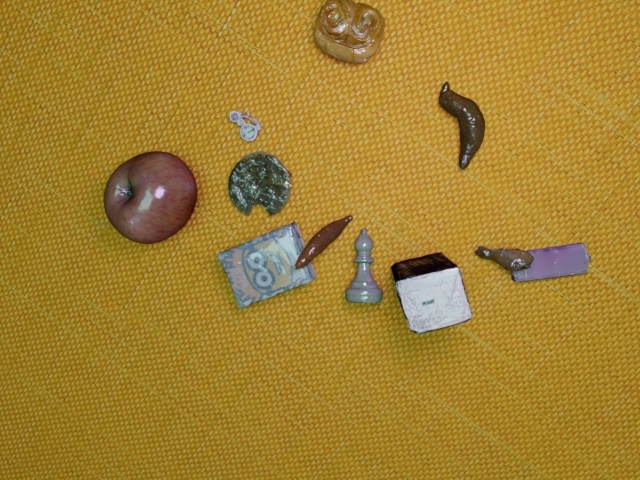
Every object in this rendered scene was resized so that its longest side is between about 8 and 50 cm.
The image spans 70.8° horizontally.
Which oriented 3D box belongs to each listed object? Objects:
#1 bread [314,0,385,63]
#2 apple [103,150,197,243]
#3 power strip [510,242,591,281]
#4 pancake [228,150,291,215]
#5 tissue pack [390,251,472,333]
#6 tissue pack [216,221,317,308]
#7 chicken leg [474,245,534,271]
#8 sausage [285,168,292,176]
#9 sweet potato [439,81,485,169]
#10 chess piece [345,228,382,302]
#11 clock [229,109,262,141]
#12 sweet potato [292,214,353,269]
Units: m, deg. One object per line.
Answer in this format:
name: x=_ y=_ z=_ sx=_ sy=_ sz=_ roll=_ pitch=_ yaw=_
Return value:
bread: x=0.098 y=-0.723 z=1.559 sx=0.236 sy=0.120 sz=0.198 roll=20 pitch=97 yaw=4
apple: x=-0.617 y=-0.157 z=1.623 sx=0.344 sy=0.269 sz=0.345 roll=1 pitch=97 yaw=7
power strip: x=0.818 y=0.080 z=1.617 sx=0.278 sy=0.037 sz=0.109 roll=-9 pitch=95 yaw=7
pancake: x=-0.225 y=-0.209 z=1.679 sx=0.253 sy=0.037 sz=0.254 roll=3 pitch=104 yaw=11
tissue pack: x=0.358 y=0.169 z=1.509 sx=0.209 sy=0.370 sz=0.198 roll=-12 pitch=94 yaw=7
tissue pack: x=-0.198 y=0.091 z=1.681 sx=0.310 sy=0.128 sz=0.228 roll=-21 pitch=94 yaw=9
chicken leg: x=0.645 y=0.059 z=1.595 sx=0.197 sy=0.069 sz=0.085 roll=16 pitch=90 yaw=31
sausage: x=-0.153 y=-0.270 z=1.682 sx=0.107 sy=0.031 sz=0.031 roll=43 pitch=99 yaw=0
sweet potato: x=0.502 y=-0.413 z=1.566 sx=0.124 sy=0.098 sz=0.310 roll=-17 pitch=97 yaw=29
chess piece: x=0.161 y=0.092 z=1.657 sx=0.139 sy=0.139 sz=0.272 roll=1 pitch=85 yaw=6
clock: x=-0.278 y=-0.433 z=1.671 sx=0.087 sy=0.041 sz=0.129 roll=-39 pitch=97 yaw=13
sweet potato: x=0.000 y=0.000 z=1.624 sx=0.314 sy=0.066 sz=0.072 roll=-40 pitch=89 yaw=-30
